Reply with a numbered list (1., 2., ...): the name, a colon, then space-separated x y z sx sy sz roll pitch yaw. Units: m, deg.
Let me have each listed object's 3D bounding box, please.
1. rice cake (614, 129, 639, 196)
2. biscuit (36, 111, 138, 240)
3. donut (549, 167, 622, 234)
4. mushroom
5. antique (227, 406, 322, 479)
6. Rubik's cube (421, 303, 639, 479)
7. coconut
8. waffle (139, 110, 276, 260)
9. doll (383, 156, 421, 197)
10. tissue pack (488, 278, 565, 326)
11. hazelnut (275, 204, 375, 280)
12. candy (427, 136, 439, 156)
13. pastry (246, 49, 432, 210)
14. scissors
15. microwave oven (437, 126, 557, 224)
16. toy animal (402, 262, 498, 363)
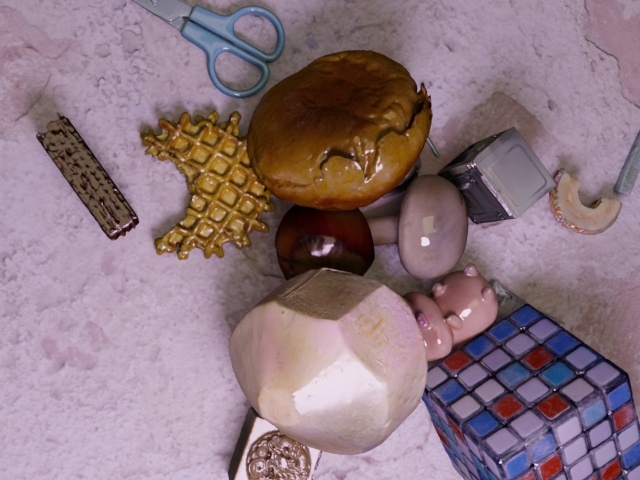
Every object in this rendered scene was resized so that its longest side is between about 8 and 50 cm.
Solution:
1. rice cake: 0.686 -0.174 1.807 0.033 0.029 0.171 26 83 -12
2. biscuit: -0.435 -0.117 1.554 0.070 0.106 0.252 -35 95 -11
3. donut: 0.546 -0.069 1.759 0.166 0.065 0.108 30 83 -9
4. mushroom: 0.184 -0.026 1.644 0.215 0.207 0.207 -2 88 23
5. antique: -0.082 0.414 1.583 0.152 0.148 0.147 19 83 -7
6. Rubik's cube: 0.396 0.347 1.559 0.293 0.287 0.292 -30 122 -11
7. coconut: 0.008 0.220 1.475 0.352 0.352 0.353 0 88 -11
8. waffle: -0.212 -0.111 1.616 0.259 0.069 0.293 -10 91 -10
9. doll: 0.118 -0.181 1.667 0.149 0.095 0.192 -41 97 -4
10. tissue pack: 0.409 0.178 1.743 0.193 0.026 0.122 31 82 -8
11. hazelnut: 0.000 0.000 1.605 0.208 0.208 0.208 0 88 -11
12. candy: 0.194 -0.255 1.713 0.194 0.062 0.058 58 35 -13
13. pastry: 0.029 -0.209 1.530 0.356 0.164 0.356 -9 57 14
14. scissors: -0.288 -0.449 1.632 0.447 0.029 0.193 27 83 -9
15. microwave oven: 0.341 -0.119 1.651 0.129 0.205 0.163 -37 94 -10
16. toy animal: 0.233 0.156 1.650 0.250 0.154 0.166 -28 52 -2
